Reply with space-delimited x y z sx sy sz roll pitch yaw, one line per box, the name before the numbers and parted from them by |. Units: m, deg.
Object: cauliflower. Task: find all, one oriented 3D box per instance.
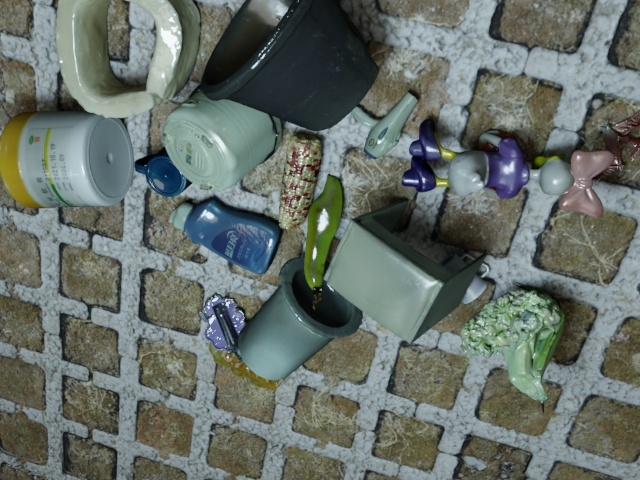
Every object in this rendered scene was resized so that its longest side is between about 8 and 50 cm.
cauliflower | 0.470 0.246 1.602 0.238 0.316 0.256 21 138 -18

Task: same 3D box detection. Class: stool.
stool | 0.193 0.058 1.539 0.243 0.269 0.170 36 122 21

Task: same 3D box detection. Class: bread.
bread | -0.207 0.337 1.937 0.232 0.088 0.128 34 114 -5

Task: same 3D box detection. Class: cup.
cup | -0.364 -0.174 1.680 0.150 0.138 0.114 -20 110 23
cup | 0.353 0.081 1.670 0.104 0.074 0.116 -42 96 4

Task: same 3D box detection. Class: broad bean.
broad bean | 0.002 0.000 1.662 0.075 0.067 0.325 8 91 41

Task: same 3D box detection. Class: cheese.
cheese | -0.431 -0.438 1.553 0.292 0.153 0.332 17 120 6

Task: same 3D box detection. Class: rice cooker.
rice cooker | -0.217 -0.246 1.552 0.226 0.244 0.226 27 144 22

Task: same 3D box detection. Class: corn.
corn | -0.052 -0.134 1.650 0.086 0.086 0.254 16 120 6

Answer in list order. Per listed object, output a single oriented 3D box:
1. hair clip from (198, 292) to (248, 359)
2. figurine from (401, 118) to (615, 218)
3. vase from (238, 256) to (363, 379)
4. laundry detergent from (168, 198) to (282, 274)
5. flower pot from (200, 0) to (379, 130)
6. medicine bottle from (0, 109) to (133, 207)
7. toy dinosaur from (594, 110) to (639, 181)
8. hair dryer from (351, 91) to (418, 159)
hair clip | -0.260 0.235 1.874 0.124 0.052 0.196 -28 76 -5
figurine | 0.386 -0.152 1.464 0.420 0.193 0.154 5 115 7
vase | -0.065 0.215 1.770 0.245 0.245 0.291 37 128 -6
laundry detergent | -0.248 -0.024 1.753 0.289 0.094 0.143 21 124 3
flower pot | -0.045 -0.374 1.406 0.251 0.379 0.379 35 122 -30
medicine bottle | -0.613 -0.197 1.677 0.231 0.238 0.238 1 117 15
toy dinosaur | 0.642 -0.217 1.454 0.108 0.032 0.220 28 118 3
hair dryer | 0.122 -0.303 1.548 0.167 0.067 0.199 -39 87 19
